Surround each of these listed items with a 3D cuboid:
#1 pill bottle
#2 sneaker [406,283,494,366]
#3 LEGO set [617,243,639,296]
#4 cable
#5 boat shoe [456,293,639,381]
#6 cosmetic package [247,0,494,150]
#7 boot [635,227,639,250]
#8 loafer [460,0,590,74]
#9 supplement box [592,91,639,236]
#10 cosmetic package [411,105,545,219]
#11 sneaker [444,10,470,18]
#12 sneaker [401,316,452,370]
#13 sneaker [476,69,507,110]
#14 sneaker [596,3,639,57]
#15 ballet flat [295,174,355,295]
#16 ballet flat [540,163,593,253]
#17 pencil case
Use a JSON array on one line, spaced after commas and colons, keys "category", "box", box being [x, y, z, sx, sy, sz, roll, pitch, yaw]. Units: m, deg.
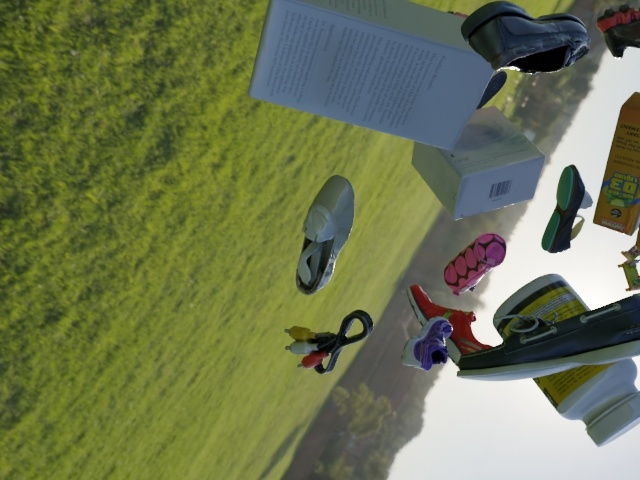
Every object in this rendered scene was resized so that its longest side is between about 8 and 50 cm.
[{"category": "pill bottle", "box": [0.527, 0.248, 1.449, 0.187, 0.334, 0.188, -23, 149, -15]}, {"category": "sneaker", "box": [0.317, 0.201, 1.681, 0.118, 0.279, 0.107, -39, 149, 0]}, {"category": "LEGO set", "box": [1.012, 0.066, 2.171, 0.287, 0.132, 0.107, -60, 168, -20]}, {"category": "cable", "box": [0.022, 0.249, 1.636, 0.072, 0.140, 0.287, -23, 180, -38]}, {"category": "boat shoe", "box": [0.286, 0.128, 0.882, 0.095, 0.254, 0.079, 11, 65, -46]}, {"category": "cosmetic package", "box": [0.100, -0.368, 1.415, 0.162, 0.452, 0.230, -87, -165, -47]}, {"category": "boot", "box": [0.773, -0.032, 1.449, 0.295, 0.104, 0.211, -123, -146, -71]}, {"category": "loafer", "box": [0.292, -0.256, 0.950, 0.267, 0.084, 0.096, -6, 158, -42]}, {"category": "supplement box", "box": [0.534, -0.127, 1.184, 0.080, 0.078, 0.234, -40, 139, -39]}, {"category": "cosmetic package", "box": [0.372, -0.193, 1.672, 0.223, 0.225, 0.138, -15, 136, -16]}, {"category": "sneaker", "box": [0.344, -0.460, 1.641, 0.116, 0.313, 0.136, 116, -37, -79]}, {"category": "sneaker", "box": [0.207, 0.197, 1.270, 0.170, 0.071, 0.068, -30, 139, -55]}, {"category": "sneaker", "box": [0.411, -0.468, 2.165, 0.295, 0.178, 0.124, -40, 148, 8]}, {"category": "sneaker", "box": [0.767, -0.479, 1.545, 0.097, 0.275, 0.135, -27, 105, -62]}, {"category": "ballet flat", "box": [0.000, 0.000, 1.230, 0.086, 0.086, 0.249, -50, 159, -48]}, {"category": "ballet flat", "box": [0.694, -0.087, 1.935, 0.095, 0.096, 0.281, -99, -167, -54]}, {"category": "pencil case", "box": [0.392, 0.063, 1.768, 0.209, 0.095, 0.098, 118, -5, -60]}]
